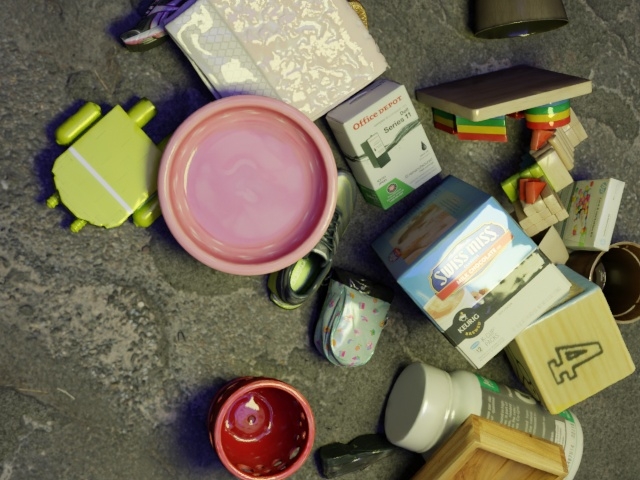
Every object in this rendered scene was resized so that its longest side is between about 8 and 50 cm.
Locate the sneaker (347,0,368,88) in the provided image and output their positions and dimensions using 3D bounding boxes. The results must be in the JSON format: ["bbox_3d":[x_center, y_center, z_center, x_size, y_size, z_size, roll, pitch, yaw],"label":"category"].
[{"bbox_3d":[0.072,-0.396,1.893,0.069,0.084,0.186,-4,120,2],"label":"sneaker"}]

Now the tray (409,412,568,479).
[{"bbox_3d":[0.272,0.505,1.838,0.202,0.076,0.411,22,127,-15],"label":"tray"}]

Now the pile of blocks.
[{"bbox_3d":[0.436,-0.162,1.927,0.113,0.149,0.362,52,43,-25],"label":"pile of blocks"}]

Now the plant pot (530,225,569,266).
[{"bbox_3d":[0.456,0.030,1.997,0.096,0.109,0.109,38,81,-24],"label":"plant pot"}]

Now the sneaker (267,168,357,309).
[{"bbox_3d":[0.000,0.000,1.851,0.111,0.121,0.300,23,85,-16],"label":"sneaker"}]

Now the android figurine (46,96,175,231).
[{"bbox_3d":[-0.386,-0.134,1.770,0.248,0.056,0.273,46,77,-13],"label":"android figurine"}]

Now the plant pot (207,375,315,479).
[{"bbox_3d":[-0.122,0.346,1.796,0.191,0.174,0.191,-1,92,-16],"label":"plant pot"}]

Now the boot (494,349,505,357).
[{"bbox_3d":[0.399,0.134,1.999,0.198,0.077,0.137,-40,96,-13],"label":"boot"}]

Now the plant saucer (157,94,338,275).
[{"bbox_3d":[-0.134,-0.103,1.769,0.332,0.084,0.332,0,95,-3],"label":"plant saucer"}]

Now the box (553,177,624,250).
[{"bbox_3d":[0.552,-0.053,1.977,0.038,0.186,0.145,16,88,-16],"label":"box"}]

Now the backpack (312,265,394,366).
[{"bbox_3d":[0.058,0.158,1.876,0.152,0.115,0.182,22,88,-18],"label":"backpack"}]

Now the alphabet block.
[{"bbox_3d":[0.470,0.192,1.881,0.193,0.192,0.197,-28,106,-1],"label":"alphabet block"}]

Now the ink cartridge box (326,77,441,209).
[{"bbox_3d":[0.126,-0.192,1.873,0.153,0.087,0.208,-35,118,-12],"label":"ink cartridge box"}]

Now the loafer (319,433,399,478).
[{"bbox_3d":[0.079,0.438,1.924,0.170,0.062,0.061,-8,115,-13],"label":"loafer"}]

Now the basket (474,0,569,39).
[{"bbox_3d":[0.397,-0.543,1.944,0.204,0.154,0.227,-7,90,-17],"label":"basket"}]

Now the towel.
[{"bbox_3d":[-0.080,-0.370,1.788,0.317,0.053,0.332,-37,115,0],"label":"towel"}]

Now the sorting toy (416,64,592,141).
[{"bbox_3d":[0.363,-0.266,1.891,0.257,0.255,0.089,-15,111,-15],"label":"sorting toy"}]

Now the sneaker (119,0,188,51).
[{"bbox_3d":[-0.305,-0.420,1.790,0.178,0.072,0.077,-30,86,-21],"label":"sneaker"}]

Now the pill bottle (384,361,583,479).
[{"bbox_3d":[0.326,0.382,1.912,0.361,0.204,0.204,22,85,-16],"label":"pill bottle"}]

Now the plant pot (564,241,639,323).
[{"bbox_3d":[0.597,0.085,2.004,0.167,0.165,0.167,0,91,-16],"label":"plant pot"}]

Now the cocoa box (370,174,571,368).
[{"bbox_3d":[0.267,0.044,1.794,0.231,0.347,0.228,-42,101,3],"label":"cocoa box"}]
